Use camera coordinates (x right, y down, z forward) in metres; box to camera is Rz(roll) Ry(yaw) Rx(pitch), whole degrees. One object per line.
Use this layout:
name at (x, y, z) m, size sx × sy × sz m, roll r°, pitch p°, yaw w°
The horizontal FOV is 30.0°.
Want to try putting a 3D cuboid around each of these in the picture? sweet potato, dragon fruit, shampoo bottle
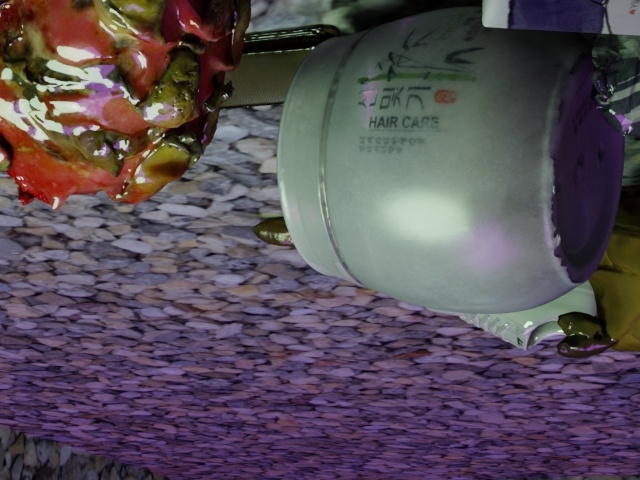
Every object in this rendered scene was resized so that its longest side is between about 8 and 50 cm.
sweet potato at (0.000, -0.001, 1.589) m, size 0.182 × 0.054 × 0.053 m, roll 10°, pitch 149°, yaw -5°
dragon fruit at (-0.180, -0.179, 0.914) m, size 0.269 × 0.250 × 0.291 m, roll 4°, pitch 145°, yaw -17°
shampoo bottle at (0.119, -0.072, 1.078) m, size 0.266 × 0.272 × 0.273 m, roll 5°, pitch 161°, yaw 28°

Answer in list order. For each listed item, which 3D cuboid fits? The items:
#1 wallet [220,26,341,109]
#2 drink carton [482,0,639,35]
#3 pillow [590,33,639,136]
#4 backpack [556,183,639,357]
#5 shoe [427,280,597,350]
wallet at (-0.064, -0.169, 1.203) m, size 0.198 × 0.031 × 0.110 m, roll -2°, pitch 157°, yaw 20°
drink carton at (0.240, -0.226, 0.894) m, size 0.222 × 0.101 × 0.134 m, roll 5°, pitch 157°, yaw 2°
pillow at (0.370, -0.131, 1.024) m, size 0.335 × 0.161 × 0.093 m, roll 15°, pitch 172°, yaw -23°
backpack at (0.434, 0.048, 1.222) m, size 0.354 × 0.201 × 0.378 m, roll 9°, pitch 176°, yaw 6°
shoe at (0.268, 0.102, 1.714) m, size 0.265 × 0.110 × 0.095 m, roll -5°, pitch 158°, yaw 17°
